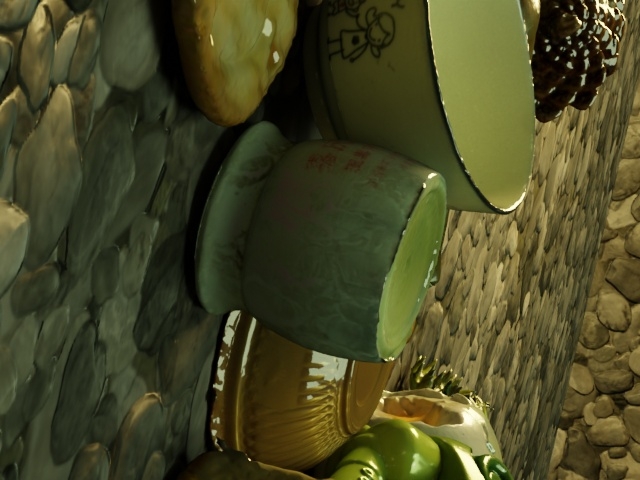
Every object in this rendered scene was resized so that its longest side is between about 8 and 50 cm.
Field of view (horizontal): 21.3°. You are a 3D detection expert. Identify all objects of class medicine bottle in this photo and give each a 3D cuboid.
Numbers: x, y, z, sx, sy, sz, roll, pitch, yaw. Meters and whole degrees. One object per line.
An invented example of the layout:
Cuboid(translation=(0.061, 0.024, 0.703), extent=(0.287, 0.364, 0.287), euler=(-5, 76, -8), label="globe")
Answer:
Cuboid(translation=(0.000, 0.000, 1.170), extent=(0.147, 0.143, 0.147), euler=(17, 90, -74), label="medicine bottle")

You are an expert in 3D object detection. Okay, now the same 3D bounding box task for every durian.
Cuboid(translation=(0.136, 0.202, 1.890), extent=(0.375, 0.106, 0.132), euler=(45, 62, -73), label="durian")

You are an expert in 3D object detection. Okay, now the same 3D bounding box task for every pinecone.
Cuboid(translation=(0.224, -0.224, 1.719), extent=(0.212, 0.168, 0.185), euler=(-37, 136, -67), label="pinecone")

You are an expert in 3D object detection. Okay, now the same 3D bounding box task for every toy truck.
Cuboid(translation=(0.065, 0.229, 1.385), extent=(0.210, 0.148, 0.187), euler=(47, 29, -23), label="toy truck")

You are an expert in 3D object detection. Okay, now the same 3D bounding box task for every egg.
Cuboid(translation=(0.079, 0.253, 1.588), extent=(0.183, 0.183, 0.217), euler=(-27, 120, -70), label="egg")

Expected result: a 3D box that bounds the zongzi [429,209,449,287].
Cuboid(translation=(0.065, -0.043, 1.456), extent=(0.130, 0.062, 0.154), euler=(24, -74, 61), label="zongzi")

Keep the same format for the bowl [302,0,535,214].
Cuboid(translation=(0.069, -0.126, 1.269), extent=(0.238, 0.126, 0.238), euler=(-9, 90, -67), label="bowl")

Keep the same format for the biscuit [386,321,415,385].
Cuboid(translation=(0.065, 0.066, 1.702), extent=(0.232, 0.013, 0.237), euler=(-59, 157, -47), label="biscuit")

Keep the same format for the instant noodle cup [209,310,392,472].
Cuboid(translation=(0.003, 0.082, 1.355), extent=(0.274, 0.091, 0.274), euler=(13, 90, -74), label="instant noodle cup")

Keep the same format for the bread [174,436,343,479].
Cuboid(translation=(-0.043, 0.339, 1.197), extent=(0.279, 0.207, 0.279), euler=(88, 21, -47), label="bread")

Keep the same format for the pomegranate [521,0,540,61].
Cuboid(translation=(0.101, -0.166, 1.450), extent=(0.191, 0.131, 0.152), euler=(-36, 148, -33), label="pomegranate")

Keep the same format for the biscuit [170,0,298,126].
Cuboid(translation=(-0.049, -0.185, 1.046), extent=(0.260, 0.041, 0.203), euler=(67, 43, -64), label="biscuit")
